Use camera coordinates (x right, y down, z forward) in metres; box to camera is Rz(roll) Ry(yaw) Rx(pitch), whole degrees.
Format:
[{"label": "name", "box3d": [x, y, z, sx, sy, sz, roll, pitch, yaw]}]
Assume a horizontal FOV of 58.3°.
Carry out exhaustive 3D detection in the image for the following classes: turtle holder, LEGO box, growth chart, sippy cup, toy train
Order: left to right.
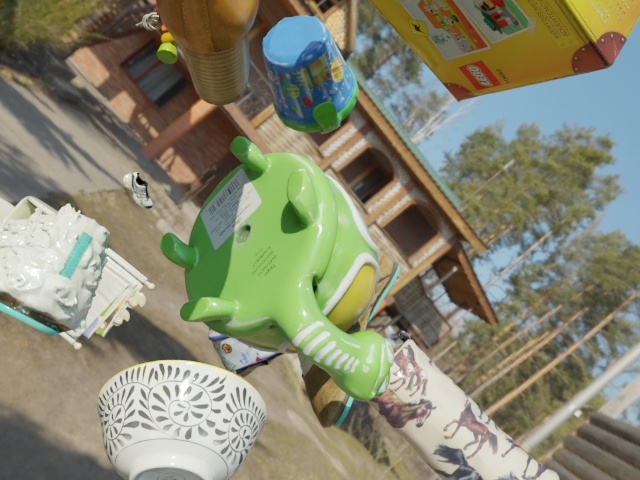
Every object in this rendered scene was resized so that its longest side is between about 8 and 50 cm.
[{"label": "growth chart", "box3d": [-0.499, 0.129, 1.262, 0.172, 0.237, 0.021, 49, 0, -7]}, {"label": "toy train", "box3d": [-0.359, -0.484, 1.370, 0.105, 0.248, 0.143, 40, 51, -54]}, {"label": "turtle holder", "box3d": [-0.022, 0.030, 0.717, 0.320, 0.243, 0.227, 13, -16, 46]}, {"label": "sippy cup", "box3d": [-0.037, -0.432, 1.455, 0.305, 0.240, 0.224, 29, -15, 26]}, {"label": "LEGO box", "box3d": [0.257, -0.500, 0.997, 0.500, 0.193, 0.372, 40, -14, -25]}]

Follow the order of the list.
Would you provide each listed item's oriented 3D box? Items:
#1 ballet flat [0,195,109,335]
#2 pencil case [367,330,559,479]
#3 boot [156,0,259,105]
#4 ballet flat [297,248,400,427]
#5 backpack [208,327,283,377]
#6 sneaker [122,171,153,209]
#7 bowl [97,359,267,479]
[{"label": "ballet flat", "box3d": [-0.366, 0.013, 0.657, 0.409, 0.147, 0.147, 6, -33, 39]}, {"label": "pencil case", "box3d": [0.254, 0.367, 1.098, 0.410, 0.160, 0.183, 43, 15, 9]}, {"label": "boot", "box3d": [-0.091, -0.283, 0.471, 0.211, 0.104, 0.295, 97, -12, -63]}, {"label": "ballet flat", "box3d": [0.026, 0.120, 0.886, 0.124, 0.342, 0.116, 32, -43, -4]}, {"label": "backpack", "box3d": [-0.155, 0.199, 1.413, 0.213, 0.277, 0.263, 57, 6, -15]}, {"label": "sneaker", "box3d": [-0.348, -0.096, 1.118, 0.032, 0.037, 0.083, -90, 155, -52]}, {"label": "bowl", "box3d": [-0.138, 0.200, 0.554, 0.170, 0.170, 0.080, 52, 21, -34]}]
